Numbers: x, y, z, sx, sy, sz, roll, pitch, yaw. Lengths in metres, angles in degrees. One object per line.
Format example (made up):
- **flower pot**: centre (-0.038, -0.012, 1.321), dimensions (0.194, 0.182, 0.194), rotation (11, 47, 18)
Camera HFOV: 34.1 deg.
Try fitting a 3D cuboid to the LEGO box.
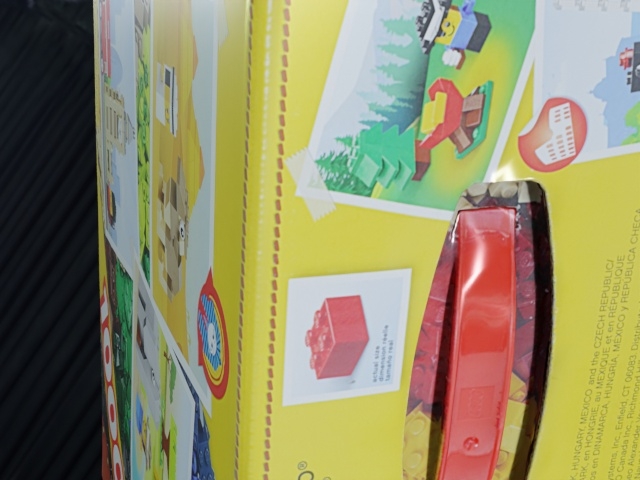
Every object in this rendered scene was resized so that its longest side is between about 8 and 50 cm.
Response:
- **LEGO box**: centre (0.000, 0.000, 0.550), dimensions (0.193, 0.500, 0.372), rotation (-4, -159, -19)
